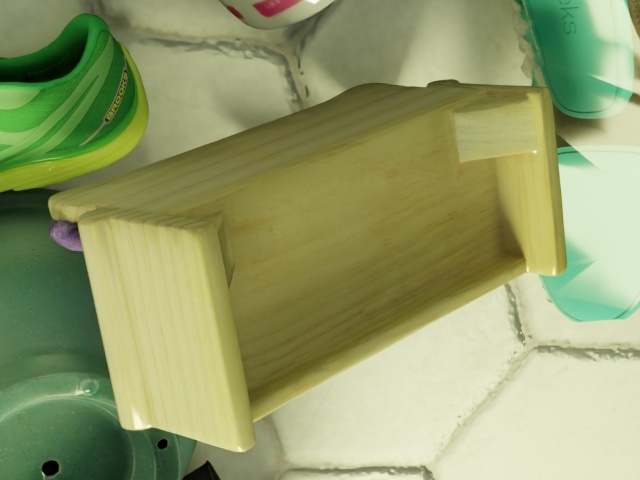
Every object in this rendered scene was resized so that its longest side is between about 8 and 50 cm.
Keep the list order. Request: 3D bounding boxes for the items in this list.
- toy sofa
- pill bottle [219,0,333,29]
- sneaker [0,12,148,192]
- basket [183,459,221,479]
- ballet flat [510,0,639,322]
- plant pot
[{"bbox_3d":[0.000,0.000,0.962,0.363,0.177,0.150,-25,112,-41],"label":"toy sofa"},{"bbox_3d":[-0.083,-0.286,0.887,0.160,0.160,0.283,-47,121,1],"label":"pill bottle"},{"bbox_3d":[-0.265,-0.078,0.931,0.296,0.109,0.123,-26,129,-21],"label":"sneaker"},{"bbox_3d":[-0.156,0.309,1.122,0.227,0.154,0.204,-26,139,-5],"label":"basket"},{"bbox_3d":[0.238,-0.117,1.108,0.147,0.147,0.408,-21,129,-13],"label":"ballet flat"},{"bbox_3d":[-0.210,0.131,0.993,0.293,0.196,0.293,-8,115,-19],"label":"plant pot"}]
